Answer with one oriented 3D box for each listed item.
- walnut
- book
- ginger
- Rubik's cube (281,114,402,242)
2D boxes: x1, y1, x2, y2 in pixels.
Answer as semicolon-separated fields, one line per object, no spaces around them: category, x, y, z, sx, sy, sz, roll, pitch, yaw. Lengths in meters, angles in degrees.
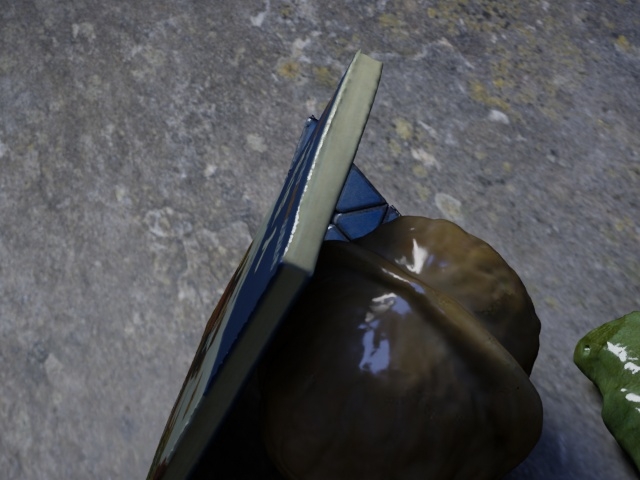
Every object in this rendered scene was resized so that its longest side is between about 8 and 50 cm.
walnut;0.074;0.120;1.173;0.285;0.285;0.296;25;54;33
book;-0.065;0.060;1.173;0.039;0.428;0.300;25;42;-6
ginger;0.346;0.171;1.206;0.137;0.089;0.290;5;34;-13
Rubik's cube;0.000;0.000;1.494;0.190;0.211;0.178;37;77;13
